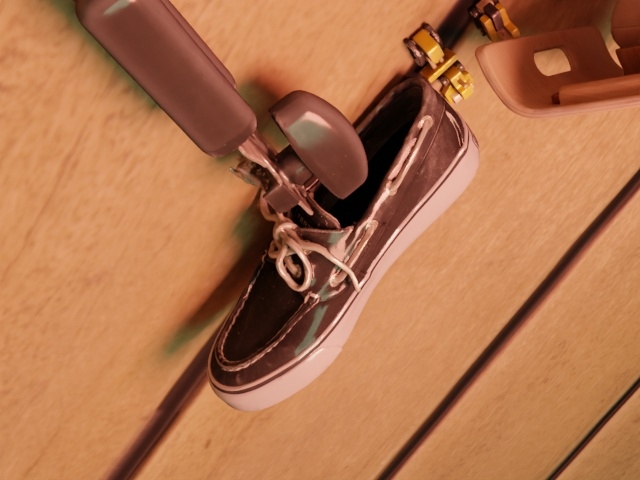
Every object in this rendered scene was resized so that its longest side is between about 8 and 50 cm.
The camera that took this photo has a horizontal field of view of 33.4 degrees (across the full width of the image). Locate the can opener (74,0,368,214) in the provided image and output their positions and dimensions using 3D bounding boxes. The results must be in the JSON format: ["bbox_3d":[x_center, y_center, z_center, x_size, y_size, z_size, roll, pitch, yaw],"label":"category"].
[{"bbox_3d":[-0.065,-0.105,0.721,0.093,0.074,0.280,-40,142,8],"label":"can opener"}]

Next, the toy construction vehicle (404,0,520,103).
[{"bbox_3d":[0.123,-0.151,0.870,0.086,0.035,0.098,-40,144,0],"label":"toy construction vehicle"}]

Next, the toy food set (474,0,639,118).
[{"bbox_3d":[0.301,-0.162,0.792,0.219,0.306,0.092,-20,102,-50],"label":"toy food set"}]

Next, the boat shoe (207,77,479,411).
[{"bbox_3d":[0.003,0.002,0.864,0.306,0.113,0.105,-46,138,3],"label":"boat shoe"}]
